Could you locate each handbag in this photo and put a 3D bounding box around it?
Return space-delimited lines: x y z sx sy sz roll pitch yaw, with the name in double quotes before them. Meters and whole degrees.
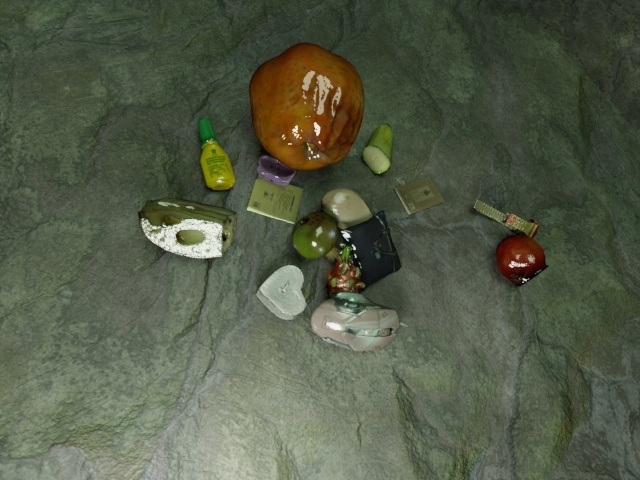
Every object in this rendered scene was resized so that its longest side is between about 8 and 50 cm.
"handbag" 0.198 0.034 1.682 0.211 0.089 0.254 -26 103 -24

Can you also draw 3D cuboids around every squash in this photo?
"squash" 0.259 -0.439 1.934 0.137 0.137 0.287 18 58 -8

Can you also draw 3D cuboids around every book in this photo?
"book" 0.430 -0.197 1.928 0.199 0.016 0.138 -19 72 -23
"book" -0.175 -0.161 1.731 0.193 0.013 0.167 17 62 -9

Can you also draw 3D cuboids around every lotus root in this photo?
"lotus root" -0.456 -0.041 1.532 0.314 0.141 0.210 11 26 -7

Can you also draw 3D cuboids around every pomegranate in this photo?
"pomegranate" -0.013 0.003 1.627 0.179 0.179 0.210 -22 104 -25

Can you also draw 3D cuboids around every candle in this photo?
"candle" -0.138 0.181 1.550 0.169 0.068 0.192 6 62 -18

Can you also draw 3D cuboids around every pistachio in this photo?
"pistachio" 0.103 -0.116 1.708 0.238 0.153 0.137 34 35 -31

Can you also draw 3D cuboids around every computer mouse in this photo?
"computer mouse" 0.149 0.296 1.513 0.389 0.115 0.199 12 105 -23

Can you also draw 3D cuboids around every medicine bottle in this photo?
"medicine bottle" -0.415 -0.337 1.707 0.111 0.076 0.308 -11 70 -23

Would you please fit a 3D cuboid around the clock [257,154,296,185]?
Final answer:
"clock" -0.180 -0.267 1.746 0.153 0.050 0.110 21 48 -5

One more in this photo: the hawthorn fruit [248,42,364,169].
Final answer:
"hawthorn fruit" -0.038 -0.487 1.683 0.472 0.471 0.471 7 64 -14

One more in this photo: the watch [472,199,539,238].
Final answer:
"watch" 0.804 -0.091 1.907 0.269 0.165 0.102 24 97 -15

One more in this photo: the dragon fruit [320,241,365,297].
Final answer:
"dragon fruit" 0.077 0.126 1.583 0.137 0.135 0.235 -15 98 -25

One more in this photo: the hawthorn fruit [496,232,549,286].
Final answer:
"hawthorn fruit" 0.823 0.060 1.836 0.190 0.189 0.251 5 57 -15
